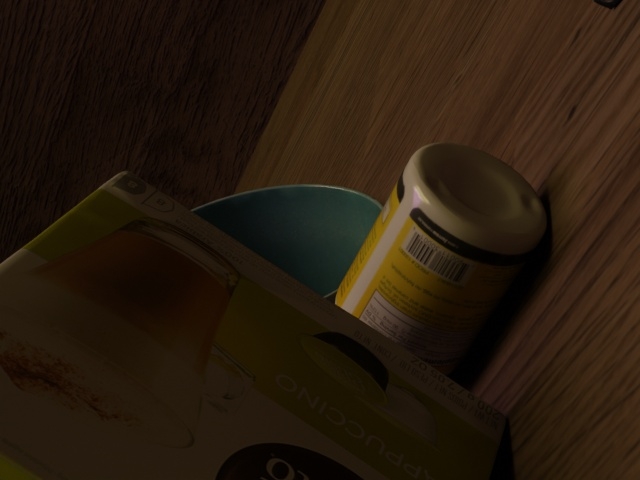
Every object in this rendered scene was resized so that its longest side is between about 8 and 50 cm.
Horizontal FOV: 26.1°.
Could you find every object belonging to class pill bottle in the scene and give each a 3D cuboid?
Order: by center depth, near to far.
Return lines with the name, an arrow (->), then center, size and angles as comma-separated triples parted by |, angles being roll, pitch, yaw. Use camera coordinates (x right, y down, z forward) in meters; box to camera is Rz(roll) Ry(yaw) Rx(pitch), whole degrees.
pill bottle -> 0.083, 0.035, 1.103 | 0.119, 0.119, 0.208 | -81, 16, -53

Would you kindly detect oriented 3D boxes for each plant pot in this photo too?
plant pot -> -0.050, 0.095, 1.409 | 0.290, 0.290, 0.195 | -87, -16, -63

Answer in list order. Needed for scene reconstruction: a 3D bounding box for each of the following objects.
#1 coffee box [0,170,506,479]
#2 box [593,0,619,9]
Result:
coffee box -> -0.122, 0.222, 0.914 | 0.338, 0.337, 0.334 | -59, -3, 26
box -> 0.244, -0.229, 1.076 | 0.083, 0.018, 0.067 | 129, 161, -61
